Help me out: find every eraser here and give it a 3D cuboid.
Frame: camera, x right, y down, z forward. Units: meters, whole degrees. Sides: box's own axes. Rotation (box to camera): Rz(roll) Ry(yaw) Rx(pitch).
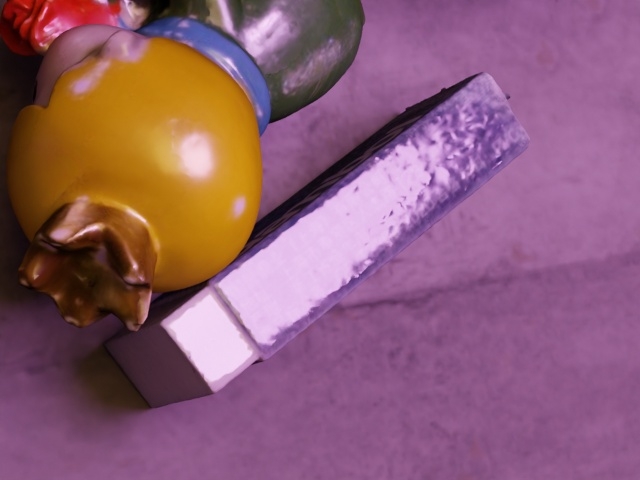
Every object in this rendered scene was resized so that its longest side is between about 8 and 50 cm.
[{"bbox_3d":[0.000,0.000,0.832,0.212,0.092,0.046,-38,97,-25],"label":"eraser"}]

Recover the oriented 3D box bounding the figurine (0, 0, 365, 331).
[{"bbox_3d":[-0.091,-0.076,0.772,0.185,0.127,0.234,39,57,-5],"label":"figurine"}]
